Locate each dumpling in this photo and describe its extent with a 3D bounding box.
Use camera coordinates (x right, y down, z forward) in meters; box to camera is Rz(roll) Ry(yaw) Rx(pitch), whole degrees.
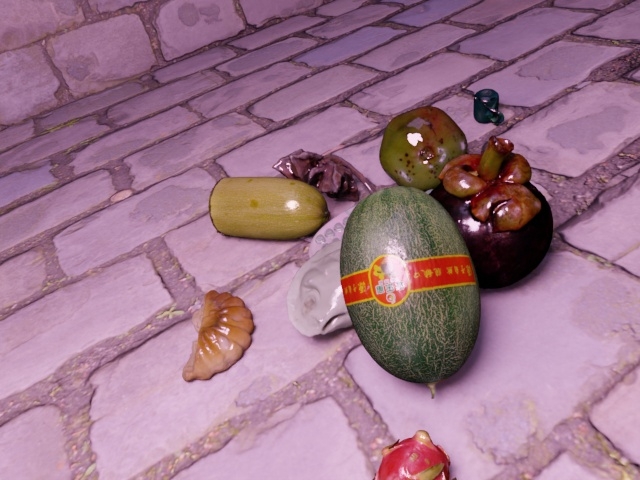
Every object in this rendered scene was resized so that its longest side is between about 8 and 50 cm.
[{"bbox_3d":[0.034,0.079,0.818,0.219,0.108,0.152,-40,17,-26],"label":"dumpling"}]

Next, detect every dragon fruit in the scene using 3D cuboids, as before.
[{"bbox_3d":[0.099,0.273,0.556,0.116,0.081,0.086,-32,50,-22],"label":"dragon fruit"}]

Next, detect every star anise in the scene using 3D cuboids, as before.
[{"bbox_3d":[0.011,-0.142,1.059,0.231,0.089,0.209,9,15,-33],"label":"star anise"}]

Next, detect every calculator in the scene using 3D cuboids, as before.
[{"bbox_3d":[0.118,-0.014,0.937,0.295,0.042,0.184,-25,45,-9],"label":"calculator"}]

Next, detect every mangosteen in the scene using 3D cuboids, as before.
[{"bbox_3d":[0.256,-0.048,0.774,0.211,0.250,0.211,-5,35,4],"label":"mangosteen"}]

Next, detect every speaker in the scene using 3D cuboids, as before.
[{"bbox_3d":[0.412,-0.321,1.215,0.060,0.075,0.095,-9,46,9],"label":"speaker"}]

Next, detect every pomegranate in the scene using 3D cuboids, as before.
[{"bbox_3d":[0.212,-0.200,1.062,0.181,0.182,0.224,-12,22,5],"label":"pomegranate"}]

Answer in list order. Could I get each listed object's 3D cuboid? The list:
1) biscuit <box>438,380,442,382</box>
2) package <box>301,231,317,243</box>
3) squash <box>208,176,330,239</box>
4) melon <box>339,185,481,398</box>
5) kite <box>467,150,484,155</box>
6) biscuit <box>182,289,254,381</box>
[{"bbox_3d":[0.159,0.169,0.721,0.078,0.015,0.091,-23,37,-12],"label":"biscuit"},{"bbox_3d":[0.000,0.000,0.997,0.037,0.015,0.110,-42,42,-23],"label":"package"},{"bbox_3d":[-0.096,-0.069,1.015,0.246,0.133,0.133,2,40,28],"label":"squash"},{"bbox_3d":[0.122,0.067,0.671,0.182,0.182,0.288,-15,78,1],"label":"melon"},{"bbox_3d":[0.334,-0.137,1.054,0.127,0.016,0.229,1,40,16],"label":"kite"},{"bbox_3d":[-0.173,0.146,0.835,0.118,0.061,0.183,-9,37,6],"label":"biscuit"}]
